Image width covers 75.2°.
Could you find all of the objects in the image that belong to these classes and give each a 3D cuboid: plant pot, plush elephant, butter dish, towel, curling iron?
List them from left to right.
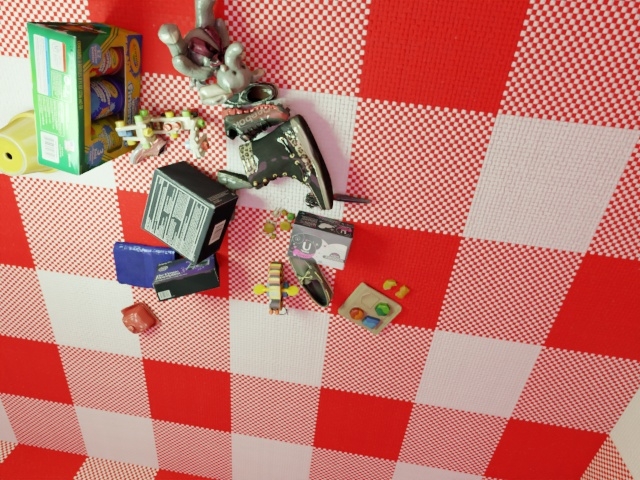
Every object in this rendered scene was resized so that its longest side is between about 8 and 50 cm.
[{"bbox_3d":[-1.155,-0.368,1.646,0.253,0.239,0.254,3,119,6],"label":"plant pot"},{"bbox_3d":[-0.929,0.412,2.096,0.159,0.118,0.160,-23,112,18],"label":"butter dish"},{"bbox_3d":[-0.806,0.118,1.955,0.308,0.076,0.228,7,113,4],"label":"towel"},{"bbox_3d":[-0.341,-0.604,1.401,0.255,0.272,0.330,25,148,9],"label":"plush elephant"},{"bbox_3d":[0.065,-0.164,1.699,0.273,0.035,0.068,0,122,9],"label":"curling iron"}]

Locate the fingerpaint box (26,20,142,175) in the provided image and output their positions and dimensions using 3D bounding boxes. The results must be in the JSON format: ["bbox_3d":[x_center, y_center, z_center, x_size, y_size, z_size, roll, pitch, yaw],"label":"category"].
[{"bbox_3d":[-0.793,-0.500,1.449,0.163,0.371,0.445,17,118,1],"label":"fingerpaint box"}]

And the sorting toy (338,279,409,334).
[{"bbox_3d":[0.253,0.292,1.911,0.229,0.041,0.307,33,117,-10],"label":"sorting toy"}]

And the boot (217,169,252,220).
[{"bbox_3d":[-0.361,-0.175,1.731,0.189,0.076,0.209,18,113,14],"label":"boot"}]

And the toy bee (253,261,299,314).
[{"bbox_3d":[-0.188,0.253,1.886,0.195,0.162,0.298,-19,114,15],"label":"toy bee"}]

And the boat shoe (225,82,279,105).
[{"bbox_3d":[-0.272,-0.539,1.524,0.233,0.079,0.084,-1,117,11],"label":"boat shoe"}]

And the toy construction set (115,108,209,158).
[{"bbox_3d":[-0.561,-0.412,1.552,0.327,0.215,0.151,13,119,1],"label":"toy construction set"}]

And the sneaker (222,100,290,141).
[{"bbox_3d":[-0.239,-0.428,1.526,0.276,0.097,0.135,0,79,19],"label":"sneaker"}]

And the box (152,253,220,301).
[{"bbox_3d":[-0.583,0.153,1.831,0.261,0.184,0.103,-14,114,-9],"label":"box"}]

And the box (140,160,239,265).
[{"bbox_3d":[-0.532,-0.117,1.689,0.294,0.183,0.296,32,120,8],"label":"box"}]

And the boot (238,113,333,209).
[{"bbox_3d":[-0.127,-0.261,1.615,0.284,0.138,0.378,-18,110,15],"label":"boot"}]

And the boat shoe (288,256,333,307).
[{"bbox_3d":[-0.044,0.169,1.858,0.109,0.091,0.305,-28,111,20],"label":"boat shoe"}]

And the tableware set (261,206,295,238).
[{"bbox_3d":[-0.180,-0.070,1.792,0.104,0.024,0.154,28,117,-11],"label":"tableware set"}]

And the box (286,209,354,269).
[{"bbox_3d":[0.000,0.000,1.734,0.247,0.142,0.163,15,118,0],"label":"box"}]

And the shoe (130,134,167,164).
[{"bbox_3d":[-0.696,-0.358,1.685,0.081,0.063,0.178,41,111,-8],"label":"shoe"}]
